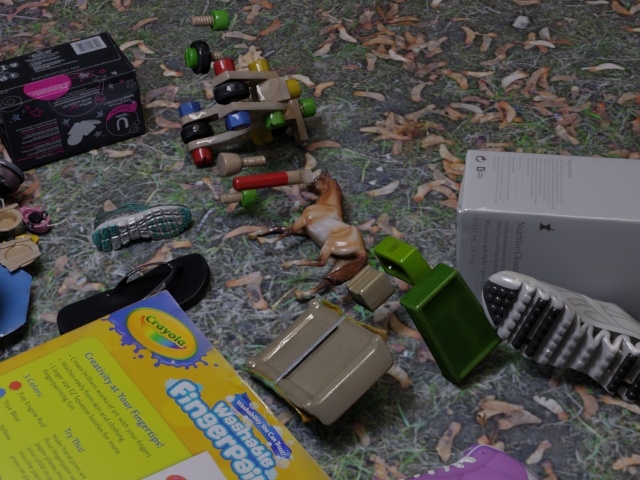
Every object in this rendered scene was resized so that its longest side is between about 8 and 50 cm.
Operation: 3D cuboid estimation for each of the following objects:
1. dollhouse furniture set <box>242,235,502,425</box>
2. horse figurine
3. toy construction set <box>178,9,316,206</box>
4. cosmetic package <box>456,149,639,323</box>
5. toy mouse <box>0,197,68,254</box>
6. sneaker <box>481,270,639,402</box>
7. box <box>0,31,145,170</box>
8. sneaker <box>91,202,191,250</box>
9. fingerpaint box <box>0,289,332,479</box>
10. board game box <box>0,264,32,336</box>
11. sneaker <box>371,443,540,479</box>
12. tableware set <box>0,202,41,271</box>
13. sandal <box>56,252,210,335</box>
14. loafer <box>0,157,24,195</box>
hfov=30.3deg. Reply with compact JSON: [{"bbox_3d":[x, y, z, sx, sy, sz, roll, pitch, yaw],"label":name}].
[{"bbox_3d":[0.072,0.162,1.702,0.301,0.151,0.197,-42,32,-14],"label":"dollhouse furniture set"},{"bbox_3d":[0.000,0.000,1.882,0.174,0.066,0.263,-24,41,-17],"label":"horse figurine"},{"bbox_3d":[-0.087,-0.200,2.013,0.237,0.257,0.309,-7,53,-25],"label":"toy construction set"},{"bbox_3d":[0.399,-0.001,1.755,0.385,0.217,0.156,4,42,10],"label":"cosmetic package"},{"bbox_3d":[-0.505,-0.019,1.955,0.161,0.031,0.143,-23,46,-21],"label":"toy mouse"},{"bbox_3d":[0.360,0.121,1.670,0.292,0.110,0.118,28,36,-4],"label":"sneaker"},{"bbox_3d":[-0.465,-0.253,2.131,0.247,0.142,0.163,-19,43,-19],"label":"box"},{"bbox_3d":[-0.297,-0.039,1.946,0.166,0.065,0.076,-11,39,-11],"label":"sneaker"},{"bbox_3d":[-0.226,0.314,1.435,0.371,0.163,0.445,-25,52,-30],"label":"fingerpaint box"},{"bbox_3d":[-0.511,0.106,1.815,0.133,0.033,0.168,-5,42,-2],"label":"board game box"},{"bbox_3d":[0.148,0.324,1.501,0.282,0.102,0.161,11,39,0],"label":"sneaker"},{"bbox_3d":[-0.532,0.003,1.891,0.141,0.020,0.168,-19,44,-16],"label":"tableware set"},{"bbox_3d":[-0.280,0.084,1.811,0.254,0.054,0.097,-26,47,-23],"label":"sandal"},{"bbox_3d":[-0.647,-0.097,2.014,0.303,0.109,0.095,7,62,20],"label":"loafer"}]
